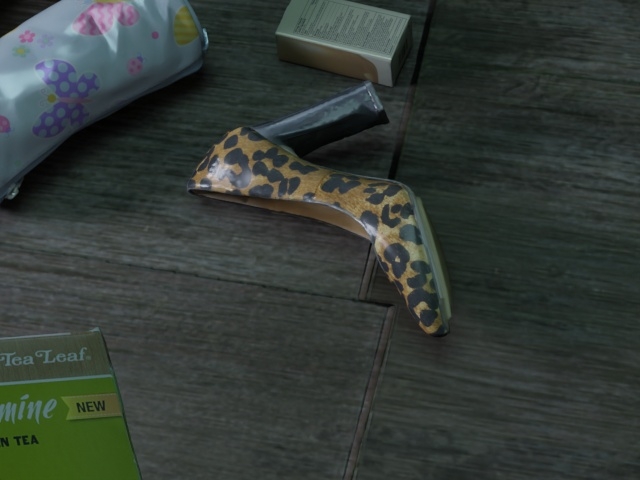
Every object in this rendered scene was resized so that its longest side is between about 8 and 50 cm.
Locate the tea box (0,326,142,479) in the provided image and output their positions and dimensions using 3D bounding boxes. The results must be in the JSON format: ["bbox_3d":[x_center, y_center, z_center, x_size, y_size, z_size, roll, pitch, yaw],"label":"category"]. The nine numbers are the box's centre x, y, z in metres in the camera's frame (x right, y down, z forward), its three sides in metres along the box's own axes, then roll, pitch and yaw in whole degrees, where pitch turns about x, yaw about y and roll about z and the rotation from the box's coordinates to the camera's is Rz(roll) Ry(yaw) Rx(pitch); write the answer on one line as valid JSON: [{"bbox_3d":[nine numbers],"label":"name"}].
[{"bbox_3d":[-0.240,0.283,1.284,0.220,0.329,0.323,-4,54,-22],"label":"tea box"}]

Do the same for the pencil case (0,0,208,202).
[{"bbox_3d":[-0.234,-0.143,1.735,0.273,0.113,0.124,-37,68,-19],"label":"pencil case"}]

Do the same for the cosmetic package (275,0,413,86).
[{"bbox_3d":[0.022,-0.186,1.786,0.115,0.041,0.060,16,59,16],"label":"cosmetic package"}]

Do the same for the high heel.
[{"bbox_3d":[0.000,0.000,1.646,0.186,0.093,0.261,-23,59,3],"label":"high heel"}]
